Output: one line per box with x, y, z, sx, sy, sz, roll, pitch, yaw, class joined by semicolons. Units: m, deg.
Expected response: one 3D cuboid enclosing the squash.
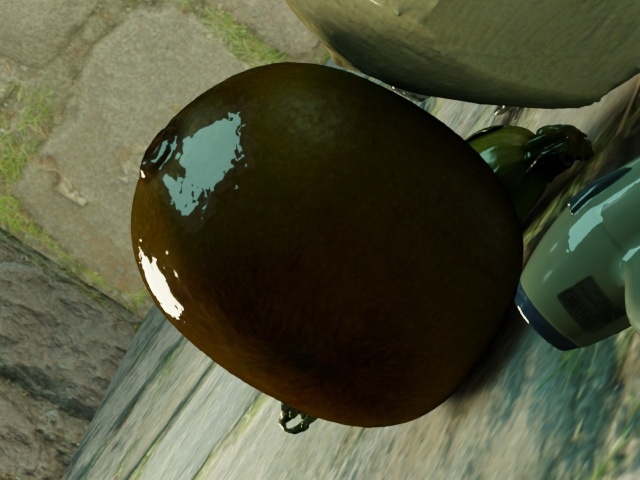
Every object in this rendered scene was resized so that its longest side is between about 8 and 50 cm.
0.068;0.016;1.297;0.318;0.071;0.080;-49;50;34;squash

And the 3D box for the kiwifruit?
0.000;0.000;1.152;0.196;0.234;0.196;-57;15;25;kiwifruit

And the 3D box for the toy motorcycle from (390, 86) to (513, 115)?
0.150;-0.204;1.429;0.188;0.143;0.327;-59;15;-16;toy motorcycle

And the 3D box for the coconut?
0.103;-0.237;1.098;0.360;0.346;0.346;-59;6;22;coconut

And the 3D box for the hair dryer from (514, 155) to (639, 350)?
0.166;-0.001;0.812;0.167;0.067;0.199;-51;18;5;hair dryer
